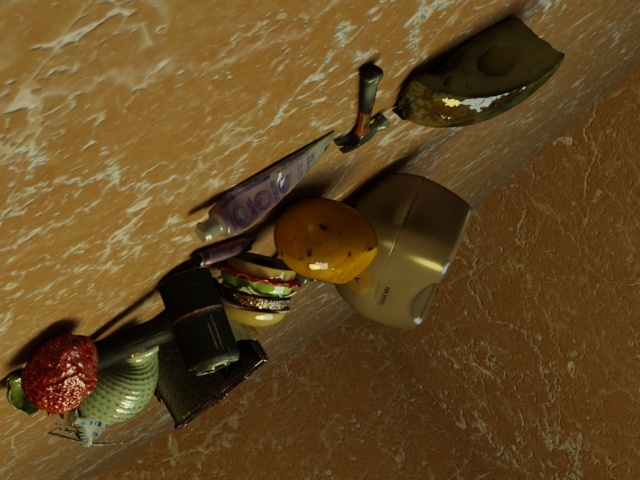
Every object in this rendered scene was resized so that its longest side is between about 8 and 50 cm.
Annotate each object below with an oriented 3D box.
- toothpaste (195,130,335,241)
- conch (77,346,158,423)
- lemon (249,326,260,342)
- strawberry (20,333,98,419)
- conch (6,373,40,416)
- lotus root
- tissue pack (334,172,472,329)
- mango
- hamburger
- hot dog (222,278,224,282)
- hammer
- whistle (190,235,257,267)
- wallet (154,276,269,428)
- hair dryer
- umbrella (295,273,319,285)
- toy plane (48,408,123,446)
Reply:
[{"bbox_3d":[-0.087,-0.089,1.387,0.301,0.048,0.075,-38,144,-30],"label":"toothpaste"},{"bbox_3d":[-0.390,0.284,1.654,0.199,0.131,0.172,-23,-171,2],"label":"conch"},{"bbox_3d":[-0.244,0.266,2.020,0.187,0.187,0.244,-25,171,-47],"label":"lemon"},{"bbox_3d":[-0.431,0.220,1.408,0.148,0.131,0.131,-34,172,33],"label":"strawberry"},{"bbox_3d":[-0.510,0.269,1.478,0.121,0.074,0.089,31,78,-57],"label":"conch"},{"bbox_3d":[0.295,-0.283,1.523,0.314,0.142,0.210,-33,170,-10],"label":"lotus root"},{"bbox_3d":[0.182,0.023,2.029,0.267,0.276,0.387,-60,172,-32],"label":"tissue pack"},{"bbox_3d":[0.000,0.000,1.646,0.160,0.191,0.290,-54,169,16],"label":"mango"},{"bbox_3d":[-0.127,0.102,1.662,0.175,0.175,0.137,-7,110,-69],"label":"hamburger"},{"bbox_3d":[-0.182,0.079,1.839,0.049,0.037,0.122,-55,168,25],"label":"hot dog"},{"bbox_3d":[0.076,-0.220,1.383,0.111,0.033,0.288,-36,169,-9],"label":"hammer"},{"bbox_3d":[-0.181,0.019,1.582,0.033,0.033,0.176,-44,167,33],"label":"whistle"},{"bbox_3d":[-0.264,0.235,1.739,0.262,0.221,0.071,-39,164,13],"label":"wallet"},{"bbox_3d":[-0.337,0.204,1.561,0.352,0.189,0.107,-24,168,4],"label":"hair dryer"},{"bbox_3d":[0.019,0.066,2.251,0.143,0.094,0.349,-35,169,27],"label":"umbrella"},{"bbox_3d":[-0.581,0.440,2.028,0.181,0.107,0.273,3,158,19],"label":"toy plane"}]
